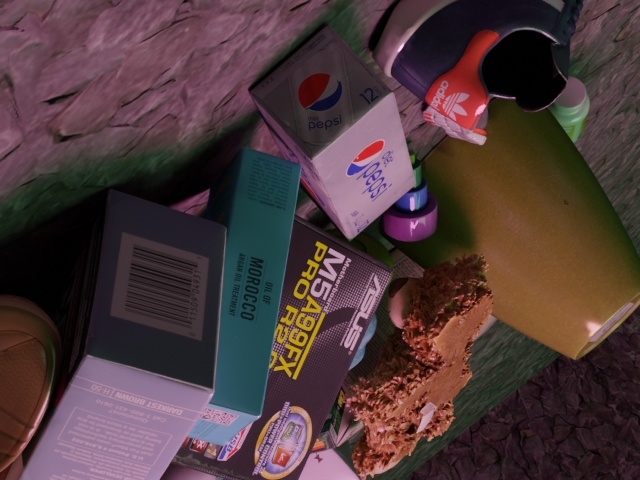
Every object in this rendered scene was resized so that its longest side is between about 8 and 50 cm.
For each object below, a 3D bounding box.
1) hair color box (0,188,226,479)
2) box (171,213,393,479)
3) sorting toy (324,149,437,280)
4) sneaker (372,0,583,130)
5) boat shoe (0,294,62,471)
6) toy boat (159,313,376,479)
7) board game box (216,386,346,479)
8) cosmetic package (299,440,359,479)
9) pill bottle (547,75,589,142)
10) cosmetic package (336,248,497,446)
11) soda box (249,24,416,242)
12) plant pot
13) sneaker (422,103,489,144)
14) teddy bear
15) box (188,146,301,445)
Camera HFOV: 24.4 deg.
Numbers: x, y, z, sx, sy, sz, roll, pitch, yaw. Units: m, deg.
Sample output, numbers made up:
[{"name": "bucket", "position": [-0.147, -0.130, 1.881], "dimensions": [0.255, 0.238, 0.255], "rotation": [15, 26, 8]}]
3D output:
[{"name": "hair color box", "position": [-0.204, 0.154, 1.302], "dimensions": [0.185, 0.113, 0.374], "rotation": [-89, -157, -45]}, {"name": "box", "position": [-0.057, 0.110, 1.497], "dimensions": [0.216, 0.060, 0.270], "rotation": [30, 84, -48]}, {"name": "sorting toy", "position": [0.000, 0.000, 1.643], "dimensions": [0.365, 0.127, 0.126], "rotation": [-33, 135, -34]}, {"name": "sneaker", "position": [0.215, -0.215, 1.462], "dimensions": [0.350, 0.148, 0.131], "rotation": [-34, 162, -29]}, {"name": "boat shoe", "position": [-0.323, 0.154, 1.224], "dimensions": [0.341, 0.121, 0.110], "rotation": [-48, -160, 25]}, {"name": "toy boat", "position": [-0.077, 0.176, 1.729], "dimensions": [0.318, 0.148, 0.267], "rotation": [-29, 173, -30]}, {"name": "board game box", "position": [-0.099, 0.247, 1.817], "dimensions": [0.259, 0.030, 0.136], "rotation": [-17, -165, 14]}, {"name": "cosmetic package", "position": [-0.116, 0.420, 2.233], "dimensions": [0.377, 0.097, 0.284], "rotation": [-42, -177, 2]}, {"name": "pill bottle", "position": [0.328, -0.176, 1.992], "dimensions": [0.065, 0.065, 0.116], "rotation": [-40, 165, -10]}, {"name": "cosmetic package", "position": [0.094, 0.124, 2.037], "dimensions": [0.309, 0.160, 0.113], "rotation": [-32, 162, -30]}, {"name": "soda box", "position": [0.019, -0.094, 1.405], "dimensions": [0.098, 0.091, 0.286], "rotation": [-41, 164, -3]}, {"name": "plant pot", "position": [0.276, 0.000, 1.903], "dimensions": [0.275, 0.293, 0.275], "rotation": [-40, 164, -14]}, {"name": "sneaker", "position": [0.160, -0.156, 1.690], "dimensions": [0.158, 0.061, 0.065], "rotation": [24, 85, -74]}, {"name": "teddy bear", "position": [0.113, 0.154, 1.832], "dimensions": [0.245, 0.113, 0.338], "rotation": [-39, 153, -22]}, {"name": "box", "position": [-0.077, 0.049, 1.309], "dimensions": [0.100, 0.060, 0.244], "rotation": [135, -32, -58]}]
